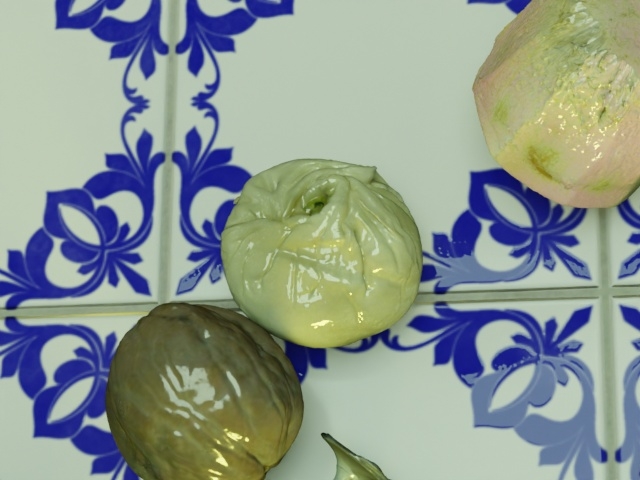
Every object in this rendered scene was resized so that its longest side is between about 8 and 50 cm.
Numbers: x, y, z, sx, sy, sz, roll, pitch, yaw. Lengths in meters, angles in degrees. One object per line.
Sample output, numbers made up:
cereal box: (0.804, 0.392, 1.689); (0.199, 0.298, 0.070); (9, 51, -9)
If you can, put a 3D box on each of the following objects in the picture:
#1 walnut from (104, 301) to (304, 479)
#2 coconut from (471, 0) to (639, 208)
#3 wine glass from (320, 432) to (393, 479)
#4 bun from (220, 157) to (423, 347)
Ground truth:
walnut: (-0.128, 0.170, 1.970); (0.224, 0.224, 0.224); (-3, 73, 9)
coconut: (0.281, -0.159, 1.989); (0.233, 0.245, 0.233); (17, 49, -21)
wine glass: (-0.023, 0.317, 1.966); (0.103, 0.103, 0.222); (36, 83, 18)
bun: (0.000, 0.000, 2.021); (0.229, 0.145, 0.229); (-2, 47, 2)
